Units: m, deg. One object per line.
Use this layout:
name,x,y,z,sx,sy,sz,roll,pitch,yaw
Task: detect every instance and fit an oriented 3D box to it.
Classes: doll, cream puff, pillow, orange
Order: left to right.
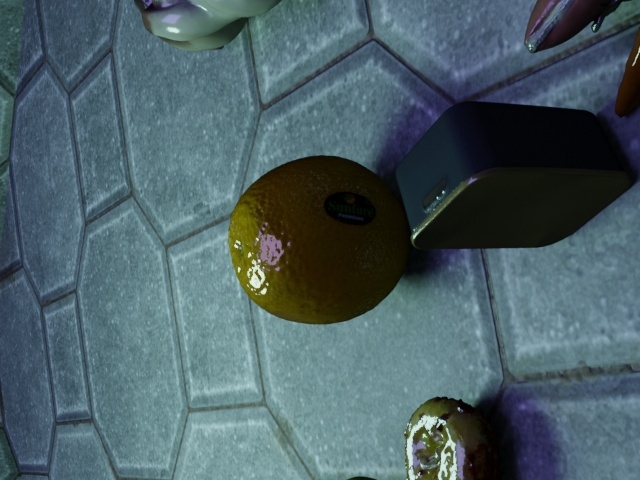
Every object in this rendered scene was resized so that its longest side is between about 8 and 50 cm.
doll,-0.162,-0.411,1.473,0.215,0.226,0.370,50,143,-10
orange,0.000,0.000,1.251,0.236,0.236,0.236,12,104,57
cream puff,0.162,0.254,1.157,0.149,0.084,0.149,-2,87,58
pillow,0.262,-0.255,0.878,0.075,0.171,0.179,37,132,7

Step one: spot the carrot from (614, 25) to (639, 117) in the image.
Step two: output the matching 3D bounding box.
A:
carrot,0.326,-0.242,0.846,0.069,0.069,0.336,59,144,36

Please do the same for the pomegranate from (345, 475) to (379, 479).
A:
pomegranate,0.087,0.368,1.240,0.191,0.152,0.131,-31,37,51

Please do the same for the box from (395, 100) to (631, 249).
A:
box,0.185,-0.063,0.970,0.144,0.201,0.090,-51,48,50
